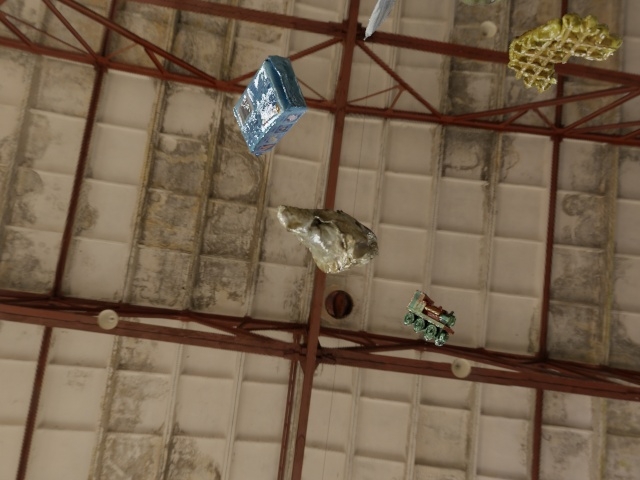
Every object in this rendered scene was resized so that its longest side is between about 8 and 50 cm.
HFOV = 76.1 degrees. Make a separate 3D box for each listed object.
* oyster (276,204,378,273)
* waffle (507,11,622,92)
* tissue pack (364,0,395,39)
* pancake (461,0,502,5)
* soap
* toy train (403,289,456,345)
[{"bbox_3d":[0.000,0.000,0.566,0.191,0.163,0.081,32,-106,-40],"label":"oyster"},{"bbox_3d":[0.457,-0.362,0.787,0.149,0.194,0.051,25,-101,-25],"label":"waffle"},{"bbox_3d":[0.181,-0.651,1.119,0.026,0.193,0.122,38,-107,2],"label":"tissue pack"},{"bbox_3d":[0.204,-0.372,0.374,0.294,0.294,0.049,-35,-119,-6],"label":"pancake"},{"bbox_3d":[-0.138,-0.340,1.058,0.077,0.293,0.156,-17,-95,-35],"label":"soap"},{"bbox_3d":[0.321,0.227,1.197,0.074,0.176,0.118,34,-96,-29],"label":"toy train"}]
